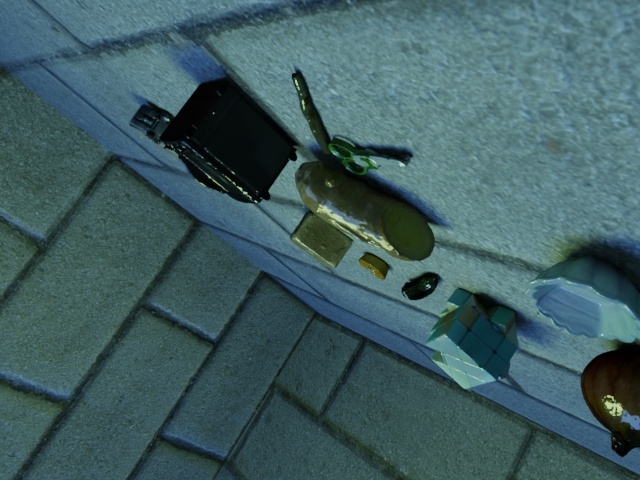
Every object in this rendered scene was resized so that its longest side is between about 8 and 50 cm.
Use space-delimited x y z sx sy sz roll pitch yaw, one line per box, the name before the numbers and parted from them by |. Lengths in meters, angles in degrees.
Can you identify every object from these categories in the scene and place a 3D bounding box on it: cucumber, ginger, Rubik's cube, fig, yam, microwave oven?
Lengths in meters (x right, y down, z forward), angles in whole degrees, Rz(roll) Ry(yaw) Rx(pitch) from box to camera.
cucumber | 0.303 0.146 1.566 0.067 0.067 0.245 32 169 2
ginger | 0.094 -0.062 1.155 0.353 0.126 0.190 31 162 15
Rubik's cube | 0.437 0.270 1.422 0.265 0.213 0.224 43 154 5
fig | 0.683 0.344 1.107 0.234 0.215 0.235 12 -177 -1
yam | -0.017 -0.240 0.993 0.027 0.029 0.234 0 155 16
microwave oven | -0.212 -0.215 1.180 0.247 0.188 0.178 41 164 -33

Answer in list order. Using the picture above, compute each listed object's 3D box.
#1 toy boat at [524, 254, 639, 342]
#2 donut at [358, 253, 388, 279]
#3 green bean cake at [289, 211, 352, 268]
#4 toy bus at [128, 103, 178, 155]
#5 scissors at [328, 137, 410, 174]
toy boat | 0.472 0.103 0.917 0.199 0.100 0.290 29 166 18
donut | 0.178 0.082 1.684 0.108 0.043 0.097 36 167 -9
green bean cake | 0.000 0.000 1.655 0.179 0.109 0.085 35 167 -10
toy bus | -0.419 -0.295 1.608 0.342 0.097 0.138 31 174 4
scissors | 0.099 -0.158 1.004 0.101 0.027 0.204 40 167 -35
